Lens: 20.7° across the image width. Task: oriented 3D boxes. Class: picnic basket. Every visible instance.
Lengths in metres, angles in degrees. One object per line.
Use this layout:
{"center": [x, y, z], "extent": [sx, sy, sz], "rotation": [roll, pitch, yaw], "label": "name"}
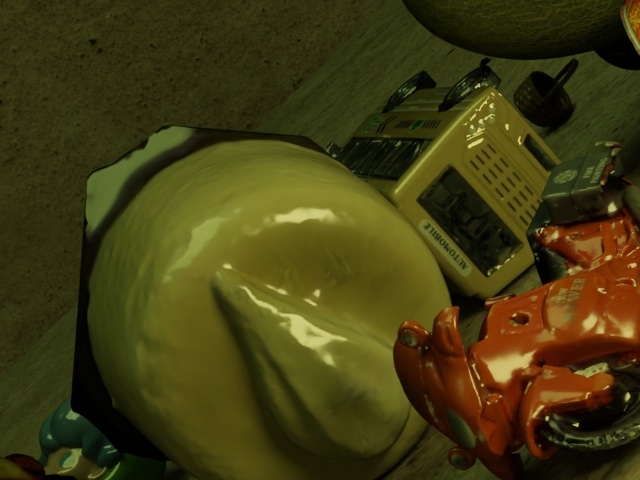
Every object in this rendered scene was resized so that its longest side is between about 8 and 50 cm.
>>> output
{"center": [0.273, -0.178, 2.044], "extent": [0.083, 0.072, 0.072], "rotation": [-49, 5, 32], "label": "picnic basket"}

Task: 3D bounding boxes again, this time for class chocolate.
{"center": [-0.052, 0.070, 1.505], "extent": [0.297, 0.326, 0.314], "rotation": [-128, 45, -81], "label": "chocolate"}

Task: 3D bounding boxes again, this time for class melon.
{"center": [0.214, -0.291, 1.661], "extent": [0.302, 0.237, 0.237], "rotation": [-12, 17, 10], "label": "melon"}

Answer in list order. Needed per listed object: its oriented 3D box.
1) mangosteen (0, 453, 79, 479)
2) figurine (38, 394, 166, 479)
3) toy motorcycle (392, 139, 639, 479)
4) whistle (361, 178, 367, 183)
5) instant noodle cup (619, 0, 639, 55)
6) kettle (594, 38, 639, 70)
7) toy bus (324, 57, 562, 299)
{"center": [-0.261, 0.285, 1.529], "extent": [0.228, 0.265, 0.228], "rotation": [-29, -12, -7], "label": "mangosteen"}
{"center": [-0.261, 0.279, 1.915], "extent": [0.162, 0.143, 0.263], "rotation": [-36, 27, 55], "label": "figurine"}
{"center": [0.176, 0.060, 1.301], "extent": [0.221, 0.148, 0.325], "rotation": [-8, 28, 28], "label": "toy motorcycle"}
{"center": [0.000, 0.000, 1.782], "extent": [0.062, 0.062, 0.304], "rotation": [-44, -3, -17], "label": "whistle"}
{"center": [0.375, -0.203, 1.503], "extent": [0.174, 0.213, 0.213], "rotation": [-44, 8, 30], "label": "instant noodle cup"}
{"center": [0.403, -0.248, 1.791], "extent": [0.202, 0.144, 0.232], "rotation": [-13, 11, -20], "label": "kettle"}
{"center": [0.122, -0.056, 1.803], "extent": [0.202, 0.177, 0.365], "rotation": [-45, 11, -7], "label": "toy bus"}
